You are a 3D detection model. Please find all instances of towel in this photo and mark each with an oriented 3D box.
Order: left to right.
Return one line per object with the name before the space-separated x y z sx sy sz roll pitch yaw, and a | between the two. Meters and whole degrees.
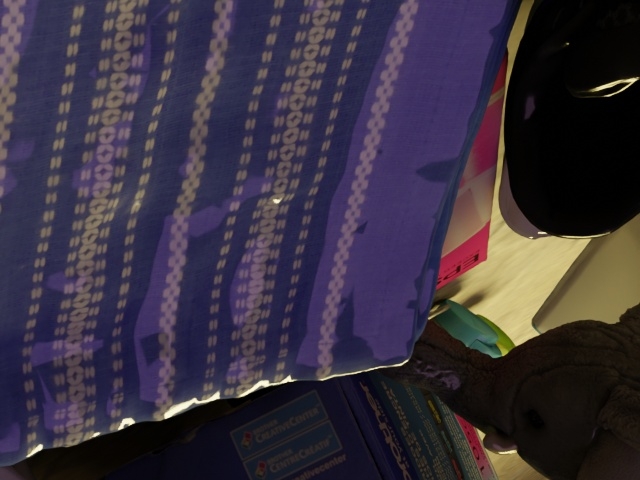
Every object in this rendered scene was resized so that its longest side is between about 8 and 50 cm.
towel | -0.074 -0.019 0.410 0.336 0.040 0.243 -14 134 -35

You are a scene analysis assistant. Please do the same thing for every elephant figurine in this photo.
elephant figurine | 0.174 0.107 0.745 0.186 0.169 0.239 -38 120 -3

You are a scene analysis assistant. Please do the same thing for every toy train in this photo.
toy train | 0.111 0.123 1.151 0.143 0.105 0.248 -50 158 11

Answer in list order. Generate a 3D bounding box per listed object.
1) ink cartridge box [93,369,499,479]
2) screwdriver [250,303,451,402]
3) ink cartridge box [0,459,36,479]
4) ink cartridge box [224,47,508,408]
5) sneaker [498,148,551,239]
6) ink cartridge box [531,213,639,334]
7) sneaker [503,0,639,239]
ink cartridge box | -0.047 0.188 0.844 0.270 0.151 0.395 -27 169 11
screwdriver | 0.023 0.083 1.012 0.170 0.025 0.024 -31 162 -14
ink cartridge box | -0.236 0.099 0.563 0.165 0.065 0.333 -29 163 -8
ink cartridge box | 0.000 0.000 0.694 0.175 0.069 0.371 -30 164 -5
sneaker | 0.201 -0.087 0.604 0.305 0.152 0.114 -48 167 29
ink cartridge box | 0.318 0.000 0.883 0.270 0.198 0.197 -41 167 -27
sneaker | 0.143 -0.104 0.448 0.146 0.102 0.293 -60 177 -44
